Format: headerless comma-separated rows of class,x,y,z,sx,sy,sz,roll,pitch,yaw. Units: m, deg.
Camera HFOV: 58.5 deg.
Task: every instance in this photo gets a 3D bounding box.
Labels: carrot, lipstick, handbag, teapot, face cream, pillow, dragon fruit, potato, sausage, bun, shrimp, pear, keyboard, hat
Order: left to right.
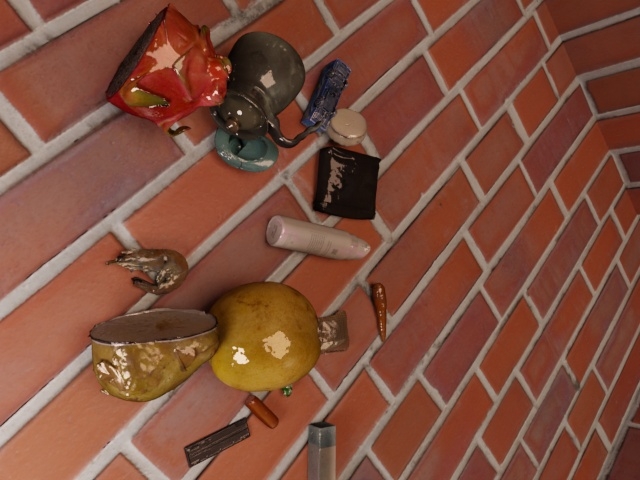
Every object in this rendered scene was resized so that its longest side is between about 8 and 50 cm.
shrimp,-0.450,0.082,1.494,0.224,0.048,0.126,5,95,-38
potato,-0.399,0.289,1.403,0.300,0.246,0.196,-5,105,-18
dragon fruit,-0.363,-0.406,1.426,0.226,0.306,0.305,30,71,-32
keyboard,-0.287,0.565,1.608,0.198,0.010,0.063,-17,99,-36
hat,-0.222,-0.264,1.662,0.191,0.078,0.138,26,63,-13
teapot,-0.170,-0.382,1.602,0.305,0.224,0.285,50,53,-36
pear,-0.156,0.258,1.544,0.315,0.314,0.314,2,86,-36
sausage,-0.169,0.505,1.678,0.131,0.041,0.039,51,46,-24
face cream,0.000,0.000,1.793,0.346,0.102,0.101,14,80,-36
lipstick,0.003,0.733,1.779,0.068,0.066,0.317,3,86,-37
pillow,0.006,0.304,1.824,0.211,0.034,0.135,-7,93,-35
bun,0.081,-0.360,1.881,0.138,0.094,0.138,7,59,-12
handbag,0.097,-0.186,1.886,0.247,0.080,0.222,8,83,-36
carrot,0.209,0.249,1.974,0.048,0.048,0.216,-14,101,-36

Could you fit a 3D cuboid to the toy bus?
toy bus,0.015,-0.464,1.833,0.079,0.094,0.236,33,70,-37

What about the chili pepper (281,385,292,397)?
chili pepper,-0.090,0.362,1.726,0.059,0.088,0.226,7,87,-63
